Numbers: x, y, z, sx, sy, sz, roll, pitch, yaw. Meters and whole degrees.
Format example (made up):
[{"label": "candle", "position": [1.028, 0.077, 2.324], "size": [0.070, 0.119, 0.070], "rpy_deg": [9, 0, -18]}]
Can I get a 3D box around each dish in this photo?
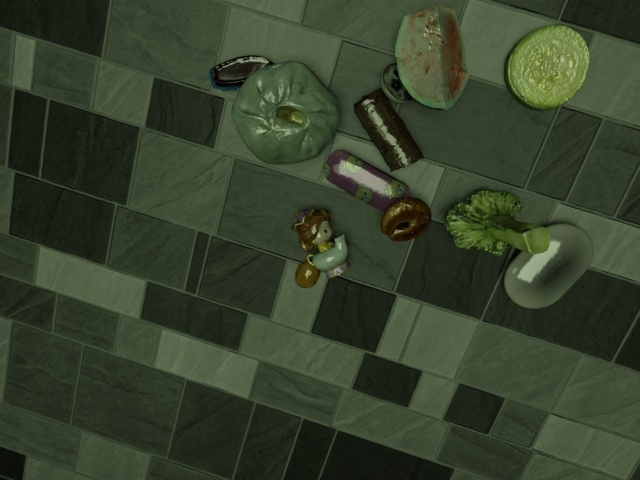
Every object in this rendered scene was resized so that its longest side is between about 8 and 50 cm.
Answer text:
[{"label": "dish", "position": [0.248, -0.501, 1.531], "size": [0.141, 0.078, 0.141], "rpy_deg": [5, 75, -20]}]

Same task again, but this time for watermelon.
[{"label": "watermelon", "position": [0.353, -0.547, 1.441], "size": [0.224, 0.180, 0.305], "rpy_deg": [-8, 96, 3]}]

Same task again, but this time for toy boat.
[{"label": "toy boat", "position": [-0.261, -0.564, 1.566], "size": [0.223, 0.097, 0.100], "rpy_deg": [-16, 100, -6]}]

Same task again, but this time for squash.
[{"label": "squash", "position": [0.717, -0.543, 1.469], "size": [0.252, 0.049, 0.251], "rpy_deg": [2, 105, 6]}]

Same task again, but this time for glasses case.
[{"label": "glasses case", "position": [0.161, -0.200, 1.617], "size": [0.317, 0.076, 0.123], "rpy_deg": [28, 110, -3]}]

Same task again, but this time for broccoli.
[{"label": "broccoli", "position": [0.589, -0.043, 1.476], "size": [0.252, 0.361, 0.221], "rpy_deg": [5, 102, -33]}]

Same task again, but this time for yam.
[{"label": "yam", "position": [0.221, -0.360, 1.545], "size": [0.131, 0.131, 0.279], "rpy_deg": [-32, 99, 14]}]

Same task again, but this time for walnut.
[{"label": "walnut", "position": [-0.052, 0.131, 1.749], "size": [0.091, 0.052, 0.121], "rpy_deg": [26, 105, 3]}]

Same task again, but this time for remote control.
[{"label": "remote control", "position": [0.784, 0.091, 1.606], "size": [0.221, 0.103, 0.332], "rpy_deg": [34, 107, -9]}]

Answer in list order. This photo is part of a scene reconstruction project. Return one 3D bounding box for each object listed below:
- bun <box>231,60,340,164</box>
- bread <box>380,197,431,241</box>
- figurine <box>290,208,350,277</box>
[{"label": "bun", "position": [-0.115, -0.398, 1.516], "size": [0.355, 0.194, 0.354], "rpy_deg": [-1, 115, -3]}, {"label": "bread", "position": [0.295, -0.072, 1.611], "size": [0.193, 0.063, 0.193], "rpy_deg": [-8, 136, -8]}, {"label": "figurine", "position": [0.000, 0.000, 1.662], "size": [0.190, 0.142, 0.263], "rpy_deg": [-25, 102, 27]}]
